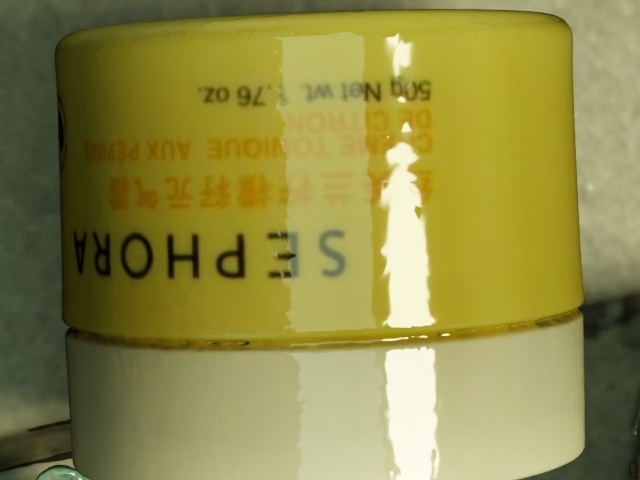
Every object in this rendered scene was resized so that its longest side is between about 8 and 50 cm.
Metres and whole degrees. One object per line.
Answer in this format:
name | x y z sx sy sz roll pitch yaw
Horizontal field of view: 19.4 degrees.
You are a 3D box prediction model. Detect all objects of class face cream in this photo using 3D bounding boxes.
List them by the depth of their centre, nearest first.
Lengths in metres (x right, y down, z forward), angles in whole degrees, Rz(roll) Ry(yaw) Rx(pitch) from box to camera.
face cream | 0.000 0.000 0.787 0.218 0.218 0.179 -2 93 -4

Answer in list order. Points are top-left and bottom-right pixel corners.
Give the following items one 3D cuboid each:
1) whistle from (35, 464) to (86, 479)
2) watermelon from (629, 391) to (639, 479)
whistle | -0.107 0.237 0.865 0.186 0.093 0.274 -5 98 -4
watermelon | 0.192 0.195 0.819 0.224 0.180 0.305 31 67 -43
